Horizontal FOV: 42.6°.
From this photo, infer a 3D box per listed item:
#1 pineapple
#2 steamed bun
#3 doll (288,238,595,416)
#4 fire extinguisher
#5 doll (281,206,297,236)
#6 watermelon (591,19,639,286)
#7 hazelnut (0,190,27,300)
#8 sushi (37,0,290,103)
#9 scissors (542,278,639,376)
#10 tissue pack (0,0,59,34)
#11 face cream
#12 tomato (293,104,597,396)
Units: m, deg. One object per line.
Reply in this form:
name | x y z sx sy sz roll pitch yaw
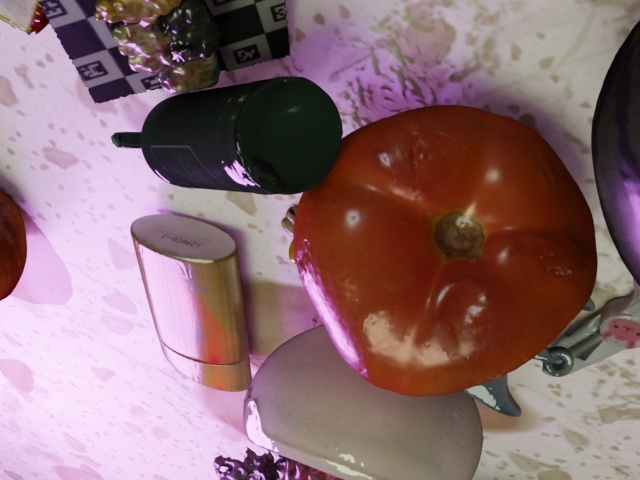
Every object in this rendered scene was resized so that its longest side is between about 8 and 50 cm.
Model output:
pineapple | -0.025 0.361 1.185 0.361 0.175 0.175 2 136 44
steamed bun | 0.057 0.189 0.958 0.283 0.177 0.283 18 168 4
doll | 0.119 0.061 0.847 0.316 0.145 0.103 28 172 -5
fire extinguisher | -0.104 -0.094 0.763 0.311 0.114 0.095 11 103 61
doll | -0.006 0.006 0.906 0.093 0.051 0.061 30 147 -3
watermelon | 0.347 -0.030 0.512 0.359 0.279 0.279 27 140 -4
hazelnut | -0.496 -0.001 1.073 0.210 0.210 0.186 47 166 -24
sushi | -0.113 -0.168 0.651 0.192 0.050 0.215 -15 158 -3
scissors | 0.317 0.084 0.838 0.118 0.030 0.242 34 136 -10
tissue pack | -0.217 -0.257 0.656 0.099 0.148 0.106 35 140 -11
face cream | -0.161 0.090 1.066 0.139 0.067 0.285 16 140 15
tomato | 0.104 0.005 0.715 0.260 0.260 0.180 26 169 -1
